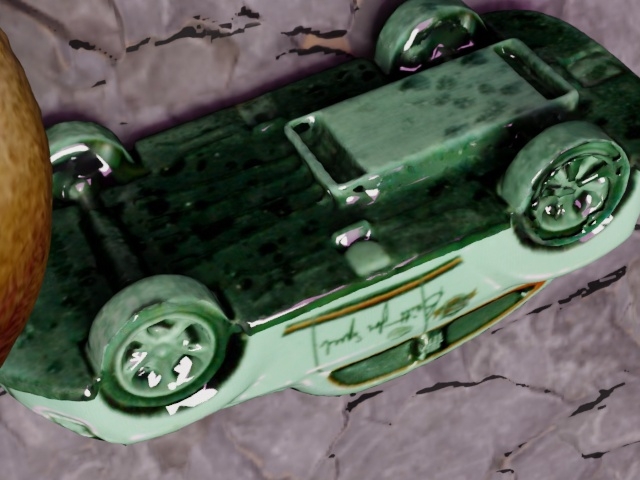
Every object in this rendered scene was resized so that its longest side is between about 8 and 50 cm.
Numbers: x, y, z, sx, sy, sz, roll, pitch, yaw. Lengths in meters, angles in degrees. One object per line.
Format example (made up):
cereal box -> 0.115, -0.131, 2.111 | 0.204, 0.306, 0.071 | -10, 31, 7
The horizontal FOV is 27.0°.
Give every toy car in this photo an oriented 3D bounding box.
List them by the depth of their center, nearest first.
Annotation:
toy car -> 0.000, 0.000, 0.578 | 0.306, 0.136, 0.125 | -24, 134, -13

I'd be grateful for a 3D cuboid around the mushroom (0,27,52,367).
mushroom -> -0.209, -0.022, 0.449 | 0.253, 0.153, 0.253 | 4, 114, 10
